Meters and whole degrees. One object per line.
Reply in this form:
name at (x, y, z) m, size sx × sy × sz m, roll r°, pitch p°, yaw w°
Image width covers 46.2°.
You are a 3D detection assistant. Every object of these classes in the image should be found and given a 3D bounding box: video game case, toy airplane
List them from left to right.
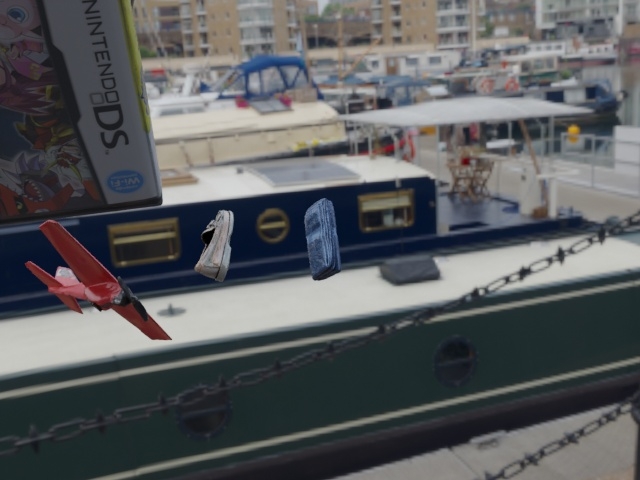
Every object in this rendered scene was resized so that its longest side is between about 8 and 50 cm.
video game case at (-0.242, -0.088, 0.431) m, size 0.275 × 0.248 × 0.035 m, roll -8°, pitch 57°, yaw -10°
toy airplane at (-0.192, 0.039, 0.618) m, size 0.151 × 0.151 × 0.028 m, roll 10°, pitch 54°, yaw 44°

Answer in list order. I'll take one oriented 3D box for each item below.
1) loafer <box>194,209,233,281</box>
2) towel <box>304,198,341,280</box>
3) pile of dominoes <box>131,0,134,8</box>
loafer at (-0.134, 0.000, 0.946) m, size 0.039 × 0.045 × 0.125 m, roll 15°, pitch 36°, yaw -15°
towel at (0.000, 0.000, 1.174) m, size 0.029 × 0.119 × 0.067 m, roll 5°, pitch -23°, yaw -32°
pile of dominoes at (-0.289, -0.360, 0.932) m, size 0.040 × 0.196 × 0.251 m, roll 38°, pitch 24°, yaw 11°
